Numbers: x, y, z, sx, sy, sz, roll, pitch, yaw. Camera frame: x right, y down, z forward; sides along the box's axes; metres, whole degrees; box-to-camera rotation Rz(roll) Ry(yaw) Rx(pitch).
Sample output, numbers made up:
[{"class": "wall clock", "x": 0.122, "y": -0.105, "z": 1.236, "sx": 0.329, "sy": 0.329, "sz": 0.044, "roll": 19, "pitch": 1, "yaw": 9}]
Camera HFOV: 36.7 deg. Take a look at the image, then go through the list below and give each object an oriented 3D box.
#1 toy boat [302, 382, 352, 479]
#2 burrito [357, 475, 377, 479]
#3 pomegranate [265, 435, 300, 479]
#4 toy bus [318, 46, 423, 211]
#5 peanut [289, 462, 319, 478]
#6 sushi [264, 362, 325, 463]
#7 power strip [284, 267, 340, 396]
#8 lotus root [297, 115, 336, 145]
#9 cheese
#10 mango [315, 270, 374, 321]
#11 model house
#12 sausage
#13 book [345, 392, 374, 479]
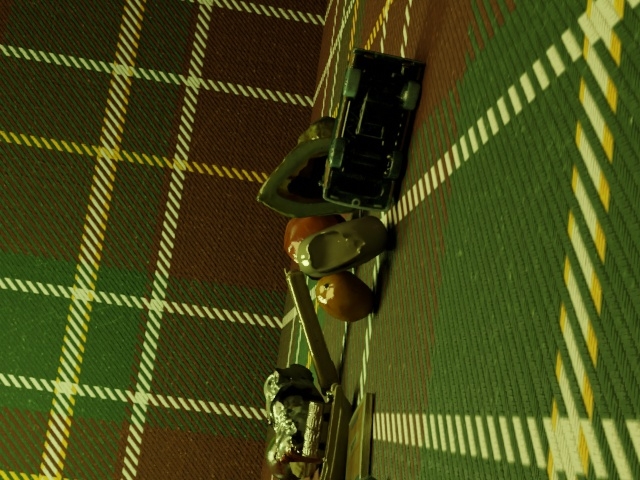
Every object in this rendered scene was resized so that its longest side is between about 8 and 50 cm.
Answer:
[{"class": "toy boat", "x": 0.011, "y": 0.387, "z": 1.854, "sx": 0.068, "sy": 0.088, "sz": 0.226, "roll": 152, "pitch": 128, "yaw": -82}, {"class": "burrito", "x": 0.052, "y": 0.441, "z": 1.392, "sx": 0.229, "sy": 0.089, "sz": 0.144, "roll": -112, "pitch": 34, "yaw": -75}, {"class": "pomegranate", "x": -0.068, "y": 0.523, "z": 2.335, "sx": 0.130, "sy": 0.130, "sz": 0.130, "roll": -171, "pitch": 90, "yaw": -84}, {"class": "toy bus", "x": 0.088, "y": -0.203, "z": 1.751, "sx": 0.167, "sy": 0.138, "sz": 0.275, "roll": -98, "pitch": 20, "yaw": -76}, {"class": "peanut", "x": -0.026, "y": 0.457, "z": 2.185, "sx": 0.080, "sy": 0.080, "sz": 0.174, "roll": -96, "pitch": 19, "yaw": -68}, {"class": "sushi", "x": -0.049, "y": 0.369, "z": 2.059, "sx": 0.332, "sy": 0.124, "sz": 0.130, "roll": -115, "pitch": 37, "yaw": -57}, {"class": "power strip", "x": -0.016, "y": 0.200, "z": 2.108, "sx": 0.064, "sy": 0.044, "sz": 0.305, "roll": 141, "pitch": 112, "yaw": -81}, {"class": "lotus root", "x": 0.014, "y": -0.249, "z": 2.526, "sx": 0.278, "sy": 0.154, "sz": 0.154, "roll": -101, "pitch": 21, "yaw": -71}, {"class": "cheese", "x": 0.053, "y": 0.006, "z": 1.802, "sx": 0.286, "sy": 0.163, "sz": 0.082, "roll": -22, "pitch": -87, "yaw": -79}, {"class": "mango", "x": 0.045, "y": 0.106, "z": 1.818, "sx": 0.089, "sy": 0.115, "sz": 0.165, "roll": -61, "pitch": 1, "yaw": -5}, {"class": "model house", "x": -0.002, "y": -0.156, "z": 2.135, "sx": 0.239, "sy": 0.268, "sz": 0.173, "roll": -87, "pitch": -5, "yaw": -76}, {"class": "sausage", "x": -0.001, "y": 0.001, "z": 2.206, "sx": 0.141, "sy": 0.153, "sz": 0.268, "roll": -42, "pitch": 14, "yaw": 7}, {"class": "book", "x": 0.062, "y": 0.405, "z": 1.672, "sx": 0.170, "sy": 0.018, "sz": 0.241, "roll": 107, "pitch": 170, "yaw": -58}]
